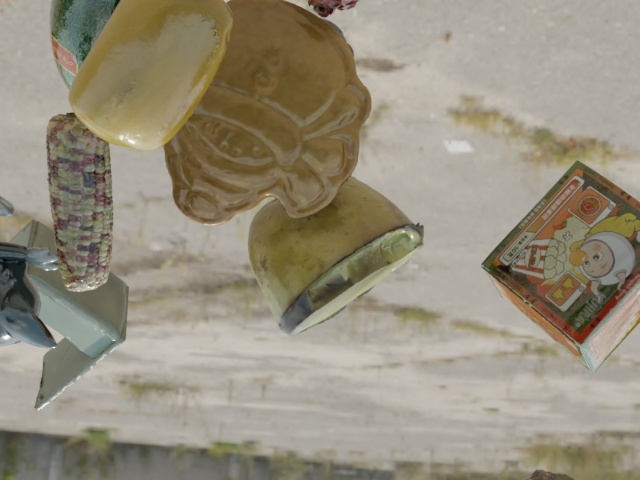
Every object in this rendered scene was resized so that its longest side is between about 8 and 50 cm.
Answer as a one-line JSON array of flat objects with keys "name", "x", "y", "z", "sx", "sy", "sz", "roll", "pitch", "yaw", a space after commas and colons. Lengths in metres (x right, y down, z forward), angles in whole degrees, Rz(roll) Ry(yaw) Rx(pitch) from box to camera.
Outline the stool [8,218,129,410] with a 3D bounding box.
[{"name": "stool", "x": -0.544, "y": 0.145, "z": 2.041, "sx": 0.269, "sy": 0.170, "sz": 0.243, "roll": -38, "pitch": 121, "yaw": 20}]

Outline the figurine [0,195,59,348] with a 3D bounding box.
[{"name": "figurine", "x": -0.450, "y": 0.036, "z": 1.423, "sx": 0.193, "sy": 0.140, "sz": 0.265, "roll": -2, "pitch": 138, "yaw": 24}]

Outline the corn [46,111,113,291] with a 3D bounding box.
[{"name": "corn", "x": -0.321, "y": -0.047, "z": 1.426, "sx": 0.086, "sy": 0.253, "sz": 0.086, "roll": 1, "pitch": -163, "yaw": 0}]

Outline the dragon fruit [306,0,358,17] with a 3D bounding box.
[{"name": "dragon fruit", "x": 0.017, "y": -0.399, "z": 1.546, "sx": 0.133, "sy": 0.166, "sz": 0.136, "roll": 27, "pitch": 148, "yaw": -11}]

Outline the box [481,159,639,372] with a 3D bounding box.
[{"name": "box", "x": 0.350, "y": 0.034, "z": 1.405, "sx": 0.177, "sy": 0.195, "sz": 0.148, "roll": 43, "pitch": 179, "yaw": 29}]

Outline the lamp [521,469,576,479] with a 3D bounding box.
[{"name": "lamp", "x": 0.378, "y": 0.537, "z": 1.915, "sx": 0.177, "sy": 0.177, "sz": 0.274, "roll": 12, "pitch": 126, "yaw": -32}]

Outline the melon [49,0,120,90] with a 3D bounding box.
[{"name": "melon", "x": -0.281, "y": -0.298, "z": 1.462, "sx": 0.182, "sy": 0.182, "sz": 0.288, "roll": 6, "pitch": 140, "yaw": -11}]

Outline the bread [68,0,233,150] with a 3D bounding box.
[{"name": "bread", "x": -0.190, "y": -0.203, "z": 1.229, "sx": 0.147, "sy": 0.217, "sz": 0.098, "roll": 23, "pitch": -169, "yaw": -35}]

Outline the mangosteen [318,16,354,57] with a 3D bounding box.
[{"name": "mangosteen", "x": -0.009, "y": -0.304, "z": 1.798, "sx": 0.152, "sy": 0.152, "sz": 0.152, "roll": 3, "pitch": 166, "yaw": 1}]

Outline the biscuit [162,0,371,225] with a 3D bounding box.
[{"name": "biscuit", "x": -0.087, "y": -0.183, "z": 1.568, "sx": 0.312, "sy": 0.351, "sz": 0.057, "roll": 13, "pitch": 178, "yaw": 4}]

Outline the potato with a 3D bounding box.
[{"name": "potato", "x": 0.000, "y": 0.000, "z": 1.690, "sx": 0.285, "sy": 0.242, "sz": 0.242, "roll": -37, "pitch": 171, "yaw": -11}]
